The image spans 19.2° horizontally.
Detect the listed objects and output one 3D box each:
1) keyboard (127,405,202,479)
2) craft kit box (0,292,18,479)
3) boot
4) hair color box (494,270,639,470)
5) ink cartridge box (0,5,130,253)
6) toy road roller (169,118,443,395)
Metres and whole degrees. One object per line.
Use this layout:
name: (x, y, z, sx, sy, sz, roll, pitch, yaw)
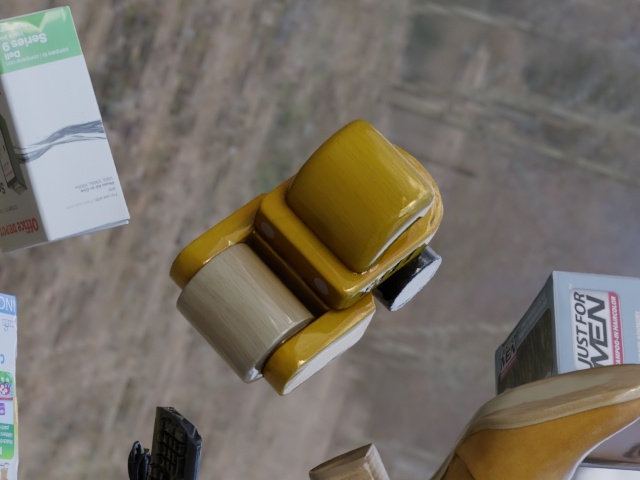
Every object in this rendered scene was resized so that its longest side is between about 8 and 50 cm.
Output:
keyboard: (-0.182, 0.333, 2.042, 0.201, 0.033, 0.317, -155, -109, -68)
craft kit box: (-0.323, 0.150, 1.486, 0.250, 0.061, 0.246, 22, 60, -64)
boot: (0.150, 0.227, 1.422, 0.211, 0.295, 0.104, 68, 17, -4)
hair color box: (0.356, 0.126, 1.647, 0.185, 0.375, 0.113, 113, -20, -62)
ink cartridge box: (-0.370, -0.138, 2.466, 0.211, 0.122, 0.289, -11, -85, 64)
toy road roller: (0.000, 0.000, 2.249, 0.329, 0.202, 0.240, -37, 164, -28)
